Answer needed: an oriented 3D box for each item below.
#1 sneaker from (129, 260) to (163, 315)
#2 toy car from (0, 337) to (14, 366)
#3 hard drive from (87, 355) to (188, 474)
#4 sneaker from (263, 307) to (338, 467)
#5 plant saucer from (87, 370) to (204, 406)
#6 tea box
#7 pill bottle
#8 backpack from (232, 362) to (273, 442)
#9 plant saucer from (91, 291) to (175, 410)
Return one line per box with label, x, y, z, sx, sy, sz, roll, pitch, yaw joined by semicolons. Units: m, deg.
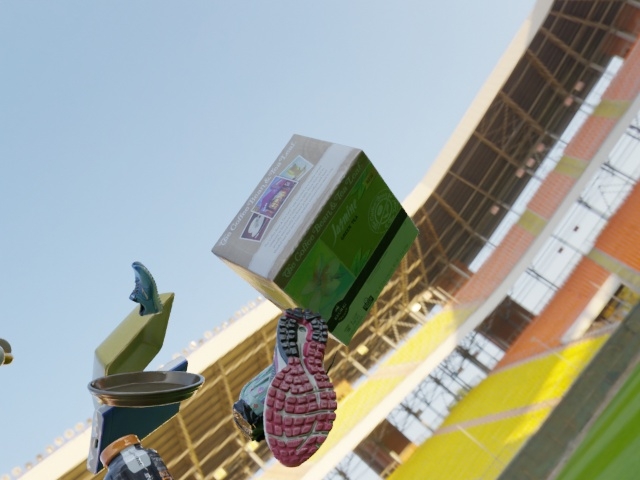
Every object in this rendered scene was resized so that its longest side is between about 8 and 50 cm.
sneaker;-0.469;0.132;1.621;0.073;0.063;0.162;-22;-66;-24
toy car;-0.884;0.297;1.556;0.136;0.182;0.159;-62;13;-10
hard drive;-0.497;0.473;1.700;0.319;0.040;0.210;-30;-39;-57
sneaker;-0.034;0.260;1.080;0.299;0.121;0.112;-84;5;-50
plant saucer;-0.426;0.363;1.516;0.278;0.278;0.041;1;-91;-59
tea box;0.000;0.000;1.368;0.329;0.220;0.323;-57;-44;-13
pill bottle;-0.369;0.532;1.295;0.130;0.245;0.130;-33;-26;-18
backpack;-0.119;0.371;1.451;0.182;0.115;0.152;-37;-19;-27
plant saucer;-0.593;0.338;1.896;0.332;0.081;0.332;-54;-8;-46
